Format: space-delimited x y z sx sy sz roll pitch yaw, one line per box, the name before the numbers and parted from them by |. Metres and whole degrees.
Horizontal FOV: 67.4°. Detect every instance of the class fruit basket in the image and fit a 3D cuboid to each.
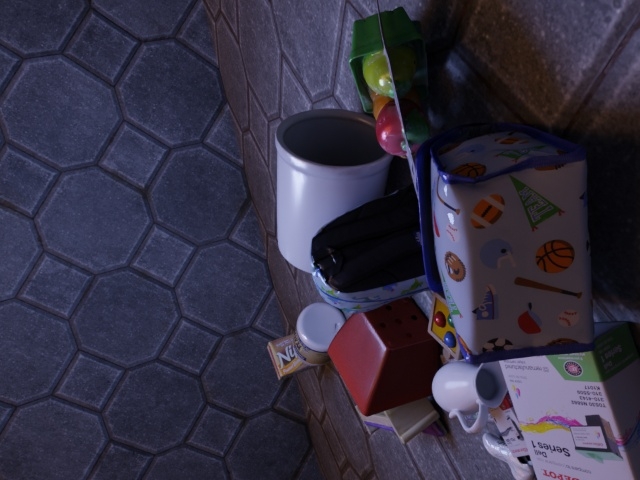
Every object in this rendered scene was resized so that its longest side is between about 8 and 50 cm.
fruit basket | 0.177 -0.289 1.024 0.327 0.165 0.354 44 -150 -70

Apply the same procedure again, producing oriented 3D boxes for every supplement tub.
supplement tub | -0.010 0.448 2.234 0.316 0.228 0.229 105 145 -58

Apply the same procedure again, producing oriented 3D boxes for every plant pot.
plant pot | 0.209 0.324 1.466 0.267 0.266 0.236 55 144 44

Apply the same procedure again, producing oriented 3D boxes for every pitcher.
pitcher | 0.340 0.366 1.124 0.125 0.178 0.207 34 153 -3

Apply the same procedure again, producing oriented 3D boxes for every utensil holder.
utensil holder | 0.026 -0.137 1.404 0.328 0.327 0.386 -123 29 -42

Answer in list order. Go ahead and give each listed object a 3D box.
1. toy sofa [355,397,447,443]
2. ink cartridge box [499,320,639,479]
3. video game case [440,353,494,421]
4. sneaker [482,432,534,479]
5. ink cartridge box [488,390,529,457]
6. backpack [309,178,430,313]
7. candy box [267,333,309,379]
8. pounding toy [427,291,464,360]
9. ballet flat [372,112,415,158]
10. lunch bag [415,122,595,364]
toy sofa | 0.263 0.611 1.637 0.177 0.150 0.362 60 161 9
ink cartridge box | 0.456 0.294 0.841 0.201 0.117 0.279 -22 85 60
video game case | 0.402 0.390 1.288 0.173 0.022 0.191 126 126 -68
sneaker | 0.466 0.522 1.182 0.152 0.053 0.061 38 132 52
ink cartridge box | 0.454 0.420 1.106 0.099 0.056 0.135 107 142 -60
backpack | 0.147 0.038 1.201 0.273 0.355 0.290 107 142 -61
candy box | -0.090 0.559 2.422 0.088 0.316 0.183 106 143 -58
pounding toy | 0.324 0.226 1.220 0.181 0.094 0.206 -134 41 -55
ballet flat | 0.195 -0.300 1.252 0.233 0.080 0.073 68 -171 23
lunch bag | 0.300 -0.026 0.858 0.385 0.238 0.328 -71 -28 -67
